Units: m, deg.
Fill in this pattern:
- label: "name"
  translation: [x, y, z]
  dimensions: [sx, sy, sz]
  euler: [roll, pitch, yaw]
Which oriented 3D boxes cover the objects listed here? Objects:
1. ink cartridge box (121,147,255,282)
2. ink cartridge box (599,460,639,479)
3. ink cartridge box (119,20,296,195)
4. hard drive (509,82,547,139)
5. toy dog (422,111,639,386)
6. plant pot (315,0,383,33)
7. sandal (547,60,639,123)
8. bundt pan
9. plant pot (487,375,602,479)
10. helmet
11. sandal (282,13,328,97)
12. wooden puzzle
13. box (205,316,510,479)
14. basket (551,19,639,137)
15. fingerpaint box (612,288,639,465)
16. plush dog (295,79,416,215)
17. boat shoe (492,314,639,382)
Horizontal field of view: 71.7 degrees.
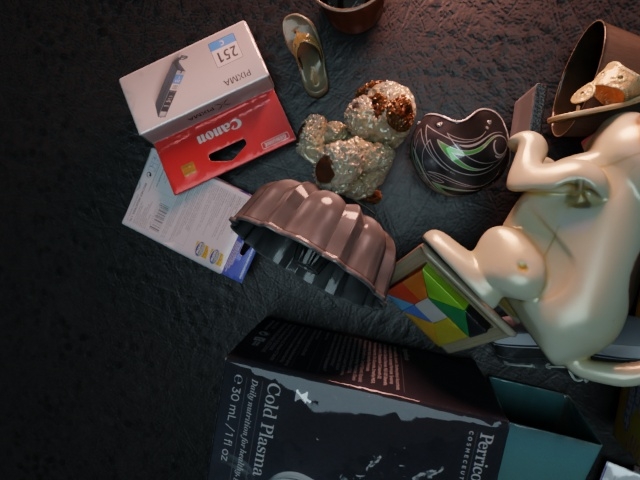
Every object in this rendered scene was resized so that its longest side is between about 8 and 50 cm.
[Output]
- label: "ink cartridge box"
  translation: [-0.266, -0.055, 0.984]
  dimensions: [0.311, 0.065, 0.186]
  euler: [26, 97, 9]
- label: "ink cartridge box"
  translation: [0.653, 0.574, 0.891]
  dimensions: [0.208, 0.045, 0.207]
  euler: [19, 97, 20]
- label: "ink cartridge box"
  translation: [-0.235, -0.275, 0.927]
  dimensions: [0.296, 0.066, 0.261]
  euler: [-24, 82, 3]
- label: "hard drive"
  translation: [0.388, -0.229, 0.832]
  dimensions: [0.022, 0.135, 0.094]
  euler: [7, 95, 8]
- label: "toy dog"
  translation: [0.432, -0.027, 0.697]
  dimensions: [0.408, 0.284, 0.395]
  euler: [-48, 44, 12]
- label: "plant pot"
  translation: [0.060, -0.490, 0.848]
  dimensions: [0.166, 0.165, 0.167]
  euler: [1, 95, 9]
- label: "sandal"
  translation: [0.478, -0.245, 0.705]
  dimensions: [0.239, 0.088, 0.079]
  euler: [-8, 96, 3]
- label: "bundt pan"
  translation: [0.000, 0.000, 0.834]
  dimensions: [0.330, 0.331, 0.124]
  euler: [28, 75, 6]
- label: "plant pot"
  translation: [0.401, 0.430, 0.872]
  dimensions: [0.165, 0.166, 0.235]
  euler: [12, 103, 8]
- label: "helmet"
  translation: [0.256, -0.167, 0.845]
  dimensions: [0.161, 0.169, 0.170]
  euler: [-18, 92, -7]
- label: "sandal"
  translation: [-0.029, -0.392, 0.927]
  dimensions: [0.072, 0.049, 0.180]
  euler: [-18, 92, 10]
- label: "wooden puzzle"
  translation: [0.218, 0.126, 0.843]
  dimensions: [0.221, 0.239, 0.044]
  euler: [44, 65, 3]
- label: "box"
  translation: [0.044, 0.451, 0.863]
  dimensions: [0.471, 0.297, 0.481]
  euler: [10, 96, 6]
- label: "basket"
  translation: [0.573, -0.264, 0.798]
  dimensions: [0.226, 0.154, 0.205]
  euler: [14, 104, 4]
- label: "fingerpaint box"
  translation: [0.763, 0.198, 0.750]
  dimensions: [0.370, 0.163, 0.445]
  euler: [10, 90, 18]
- label: "plush dog"
  translation: [0.097, -0.199, 0.858]
  dimensions: [0.210, 0.262, 0.225]
  euler: [26, 110, -27]
- label: "boat shoe"
  translation: [0.465, 0.203, 0.813]
  dimensions: [0.306, 0.113, 0.105]
  euler: [-10, 102, 42]
